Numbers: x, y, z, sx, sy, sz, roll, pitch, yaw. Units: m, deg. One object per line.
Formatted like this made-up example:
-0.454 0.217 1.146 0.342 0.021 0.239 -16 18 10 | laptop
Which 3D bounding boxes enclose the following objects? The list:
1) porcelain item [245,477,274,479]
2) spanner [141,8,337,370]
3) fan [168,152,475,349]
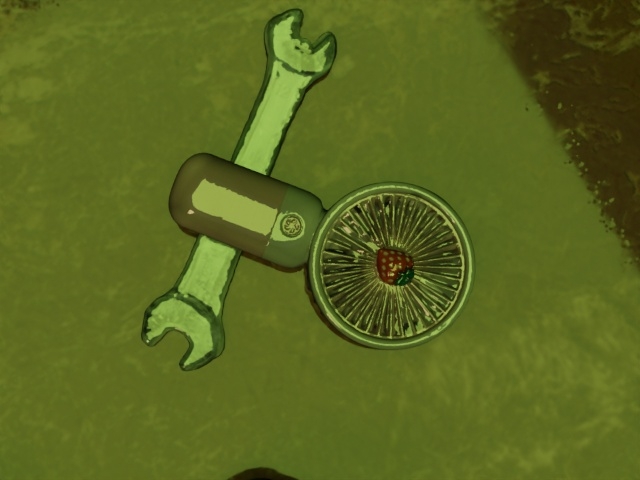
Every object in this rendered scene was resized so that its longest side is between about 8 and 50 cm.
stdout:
-0.016 0.325 1.328 0.186 0.138 0.288 -34 87 7 | porcelain item
-0.061 -0.040 1.403 0.071 0.017 0.302 23 87 -1 | spanner
0.000 0.000 1.367 0.244 0.074 0.130 20 87 -4 | fan
